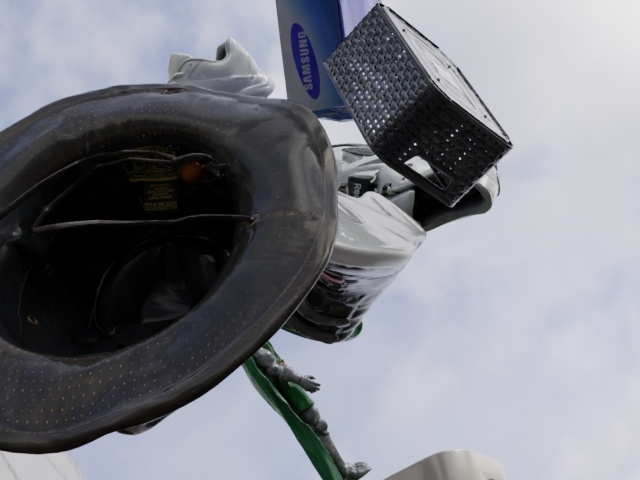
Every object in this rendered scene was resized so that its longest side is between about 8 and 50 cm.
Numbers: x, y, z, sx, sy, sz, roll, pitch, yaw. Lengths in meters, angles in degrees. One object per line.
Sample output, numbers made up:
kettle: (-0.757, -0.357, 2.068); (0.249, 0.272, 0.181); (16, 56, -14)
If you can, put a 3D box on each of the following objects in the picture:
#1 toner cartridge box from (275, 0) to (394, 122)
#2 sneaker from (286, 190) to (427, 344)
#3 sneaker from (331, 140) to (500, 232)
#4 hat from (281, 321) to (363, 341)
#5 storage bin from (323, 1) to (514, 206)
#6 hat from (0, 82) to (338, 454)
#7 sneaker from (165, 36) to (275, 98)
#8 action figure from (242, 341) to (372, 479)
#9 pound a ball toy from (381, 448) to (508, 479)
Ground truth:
toner cartridge box: (0.006, -0.312, 1.182); (0.165, 0.075, 0.348); (-7, -90, -68)
sneaker: (0.009, 0.035, 0.969); (0.147, 0.104, 0.296); (-54, -12, 11)
sneaker: (0.080, -0.063, 1.444); (0.330, 0.146, 0.122); (-10, -68, 8)
hat: (0.000, 0.000, 1.238); (0.208, 0.173, 0.183); (-18, -44, -65)
storage bin: (0.091, -0.132, 1.014); (0.122, 0.180, 0.084); (30, -67, -37)
hat: (-0.128, 0.034, 0.704); (0.331, 0.331, 0.134); (-25, -47, -16)
sneaker: (-0.175, -0.175, 1.344); (0.232, 0.090, 0.115); (-39, -77, -24)
action figure: (-0.033, 0.169, 1.167); (0.063, 0.137, 0.232); (-37, -92, -8)
pound a ball toy: (0.145, 0.356, 0.989); (0.135, 0.319, 0.208); (-32, -37, 24)
